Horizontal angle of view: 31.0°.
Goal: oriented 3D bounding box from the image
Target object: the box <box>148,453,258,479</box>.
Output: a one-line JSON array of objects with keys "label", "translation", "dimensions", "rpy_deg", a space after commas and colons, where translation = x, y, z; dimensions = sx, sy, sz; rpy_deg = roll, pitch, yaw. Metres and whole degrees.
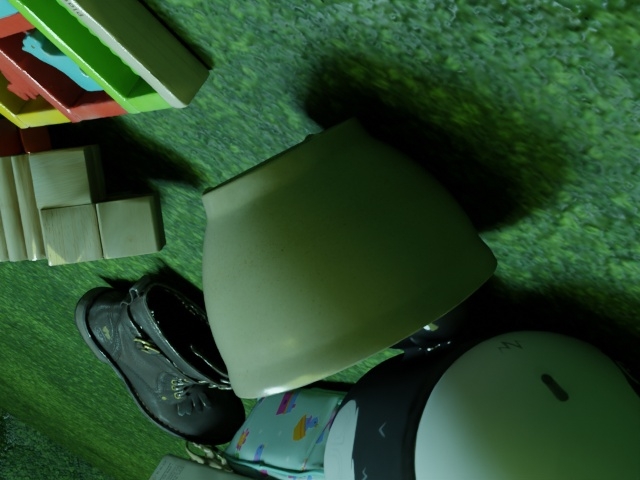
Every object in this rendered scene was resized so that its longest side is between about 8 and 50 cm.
[{"label": "box", "translation": [-0.070, 0.320, 1.174], "dimensions": [0.148, 0.121, 0.311], "rpy_deg": [40, 159, -24]}]

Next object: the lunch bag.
[{"label": "lunch bag", "translation": [0.040, 0.246, 1.182], "dimensions": [0.224, 0.108, 0.279], "rpy_deg": [38, 159, -20]}]

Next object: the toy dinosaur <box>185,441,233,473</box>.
[{"label": "toy dinosaur", "translation": [-0.174, 0.348, 1.801], "dimensions": [0.183, 0.053, 0.092], "rpy_deg": [16, 156, 37]}]

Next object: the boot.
[{"label": "boot", "translation": [-0.136, 0.134, 1.195], "dimensions": [0.263, 0.091, 0.229], "rpy_deg": [45, 157, -22]}]

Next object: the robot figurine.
[{"label": "robot figurine", "translation": [0.109, 0.149, 0.774], "dimensions": [0.209, 0.173, 0.278], "rpy_deg": [25, 162, -14]}]

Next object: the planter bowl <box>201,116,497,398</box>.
[{"label": "planter bowl", "translation": [0.000, 0.000, 0.633], "dimensions": [0.109, 0.162, 0.162], "rpy_deg": [62, 154, -6]}]

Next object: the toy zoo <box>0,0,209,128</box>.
[{"label": "toy zoo", "translation": [-0.218, -0.149, 0.749], "dimensions": [0.192, 0.030, 0.293], "rpy_deg": [43, 157, -29]}]

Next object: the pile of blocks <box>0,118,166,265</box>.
[{"label": "pile of blocks", "translation": [-0.245, -0.047, 0.958], "dimensions": [0.362, 0.149, 0.112], "rpy_deg": [-1, 100, 41]}]
